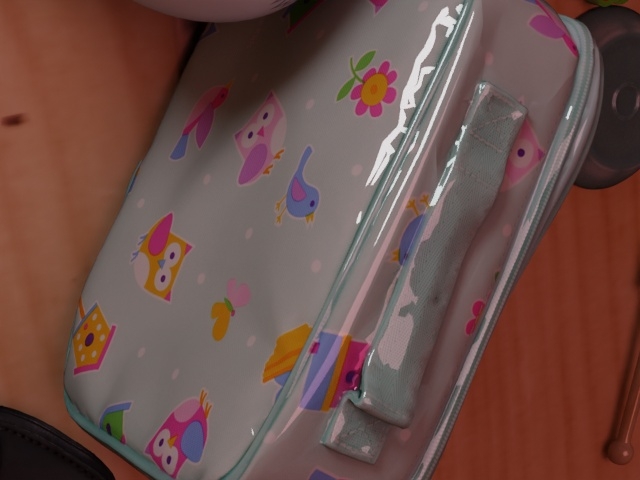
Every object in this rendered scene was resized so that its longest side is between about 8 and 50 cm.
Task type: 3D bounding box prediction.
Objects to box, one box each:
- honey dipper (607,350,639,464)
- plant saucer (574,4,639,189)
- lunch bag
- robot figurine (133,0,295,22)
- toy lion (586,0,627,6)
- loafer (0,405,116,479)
[{"bbox_3d":[0.222,0.077,0.912,0.030,0.030,0.160,7,101,-35],"label":"honey dipper"},{"bbox_3d":[0.190,-0.090,0.853,0.119,0.021,0.119,-8,106,-32],"label":"plant saucer"},{"bbox_3d":[0.000,0.000,0.619,0.108,0.224,0.279,28,84,-35],"label":"lunch bag"},{"bbox_3d":[-0.020,-0.228,0.566,0.209,0.173,0.278,31,101,-35],"label":"robot figurine"},{"bbox_3d":[0.196,-0.189,0.832,0.100,0.034,0.096,16,98,-36],"label":"toy lion"},{"bbox_3d":[-0.186,0.107,0.605,0.223,0.078,0.076,24,87,-36],"label":"loafer"}]
